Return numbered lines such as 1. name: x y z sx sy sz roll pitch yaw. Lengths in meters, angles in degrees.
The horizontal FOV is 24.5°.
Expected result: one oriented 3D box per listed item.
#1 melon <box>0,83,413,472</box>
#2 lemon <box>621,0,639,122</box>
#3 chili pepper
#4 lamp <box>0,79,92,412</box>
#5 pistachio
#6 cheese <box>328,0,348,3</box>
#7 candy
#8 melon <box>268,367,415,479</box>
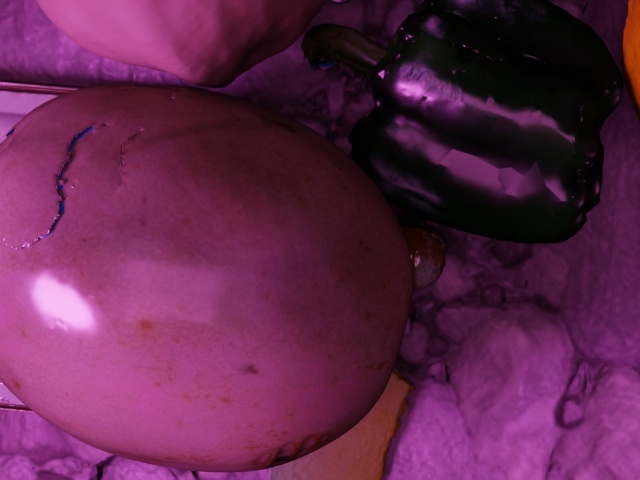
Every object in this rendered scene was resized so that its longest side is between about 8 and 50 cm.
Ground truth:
1. melon: -0.103 0.026 1.033 0.330 0.268 0.268 14 97 0
2. lemon: 0.347 -0.117 1.040 0.263 0.236 0.236 14 97 26
3. chili pepper: 0.089 -0.098 1.091 0.261 0.165 0.174 22 134 15
4. lamp: -0.246 0.005 1.191 0.269 0.047 0.266 5 97 4
5. pistachio: -0.105 -0.223 1.000 0.207 0.332 0.226 -3 79 21
6. cheese: 0.019 -0.319 1.124 0.163 0.071 0.249 -30 92 8
7. candy: 0.000 0.000 1.175 0.202 0.061 0.061 10 96 12
8. melon: 0.010 0.188 1.199 0.114 0.053 0.262 6 100 -14
